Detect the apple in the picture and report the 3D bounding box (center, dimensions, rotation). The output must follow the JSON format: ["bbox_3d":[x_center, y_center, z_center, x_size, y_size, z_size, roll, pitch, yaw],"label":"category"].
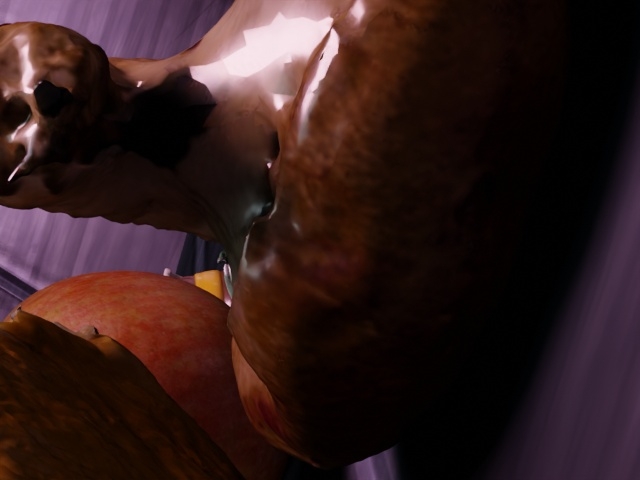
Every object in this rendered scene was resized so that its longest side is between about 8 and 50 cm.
[{"bbox_3d":[-0.113,0.110,0.812,0.188,0.174,0.188,15,109,51],"label":"apple"}]

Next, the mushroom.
[{"bbox_3d":[0.002,-0.056,0.605,0.267,0.254,0.267,-45,7,8],"label":"mushroom"}]

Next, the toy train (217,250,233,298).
[{"bbox_3d":[0.000,0.000,0.809,0.104,0.071,0.178,58,-148,-36],"label":"toy train"}]

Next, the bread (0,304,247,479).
[{"bbox_3d":[-0.090,0.192,0.475,0.225,0.279,0.250,-44,9,3],"label":"bread"}]

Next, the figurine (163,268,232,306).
[{"bbox_3d":[-0.084,0.135,0.984,0.174,0.116,0.240,-99,23,-75],"label":"figurine"}]
